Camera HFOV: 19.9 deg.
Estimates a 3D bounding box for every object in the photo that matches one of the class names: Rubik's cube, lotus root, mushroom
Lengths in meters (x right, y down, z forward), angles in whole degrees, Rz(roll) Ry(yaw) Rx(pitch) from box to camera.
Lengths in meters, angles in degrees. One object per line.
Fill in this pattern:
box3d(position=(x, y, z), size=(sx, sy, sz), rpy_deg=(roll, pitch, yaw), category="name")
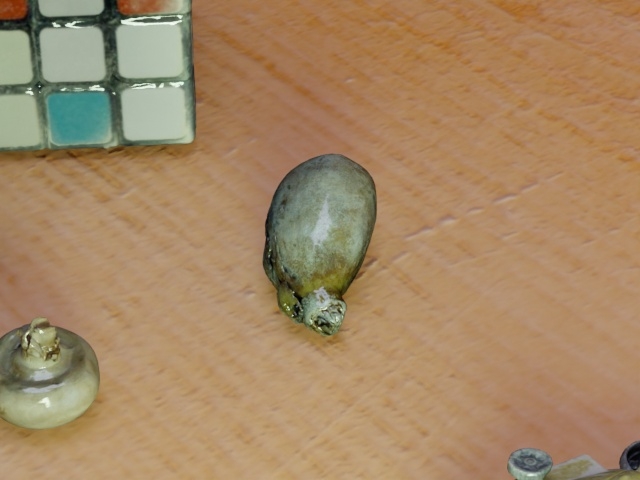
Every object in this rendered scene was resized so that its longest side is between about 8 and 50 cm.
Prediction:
box3d(position=(-0.233, -0.242, 1.513), size=(0.253, 0.256, 0.259), rpy_deg=(-2, 38, -3), category="Rubik's cube")
box3d(position=(-0.002, -0.002, 1.357), size=(0.088, 0.088, 0.165), rpy_deg=(6, 48, 7), category="lotus root")
box3d(position=(-0.192, 0.083, 1.242), size=(0.085, 0.079, 0.085), rpy_deg=(-2, 40, 1), category="mushroom")

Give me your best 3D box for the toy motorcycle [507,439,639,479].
box3d(position=(0.185, 0.188, 1.122), size=(0.229, 0.074, 0.151), rpy_deg=(-17, 35, -35), category="toy motorcycle")
